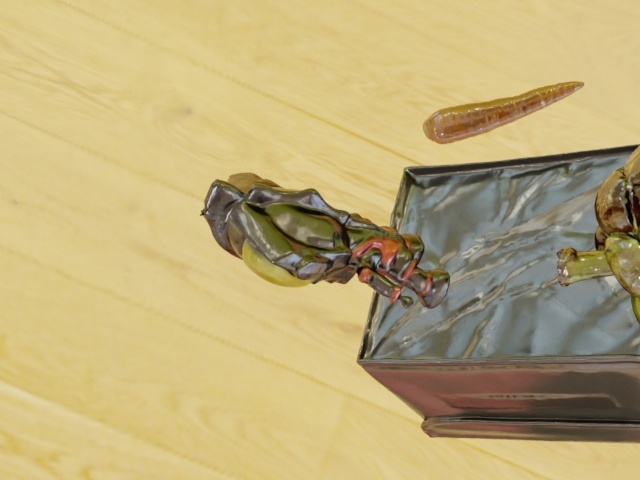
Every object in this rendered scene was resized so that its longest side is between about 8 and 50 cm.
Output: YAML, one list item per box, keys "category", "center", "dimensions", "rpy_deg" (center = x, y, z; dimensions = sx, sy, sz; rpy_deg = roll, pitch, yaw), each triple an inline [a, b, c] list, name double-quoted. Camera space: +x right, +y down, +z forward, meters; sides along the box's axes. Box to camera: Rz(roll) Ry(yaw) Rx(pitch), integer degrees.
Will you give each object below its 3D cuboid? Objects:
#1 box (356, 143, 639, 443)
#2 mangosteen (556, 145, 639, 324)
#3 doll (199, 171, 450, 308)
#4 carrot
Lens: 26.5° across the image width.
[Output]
- category: "box"
  center: [0.242, 0.062, 1.426]
  dimensions: [0.204, 0.345, 0.251]
  rpy_deg: [44, 52, -43]
- category: "mangosteen"
  center: [0.316, -0.007, 1.169]
  dimensions: [0.172, 0.172, 0.184]
  rpy_deg: [26, 112, -9]
- category: "doll"
  center: [-0.001, 0.003, 1.191]
  dimensions: [0.248, 0.127, 0.088]
  rpy_deg: [17, 90, -38]
- category: "carrot"
  center: [0.238, -0.170, 1.762]
  dimensions: [0.216, 0.048, 0.048]
  rpy_deg: [-16, 97, 5]
